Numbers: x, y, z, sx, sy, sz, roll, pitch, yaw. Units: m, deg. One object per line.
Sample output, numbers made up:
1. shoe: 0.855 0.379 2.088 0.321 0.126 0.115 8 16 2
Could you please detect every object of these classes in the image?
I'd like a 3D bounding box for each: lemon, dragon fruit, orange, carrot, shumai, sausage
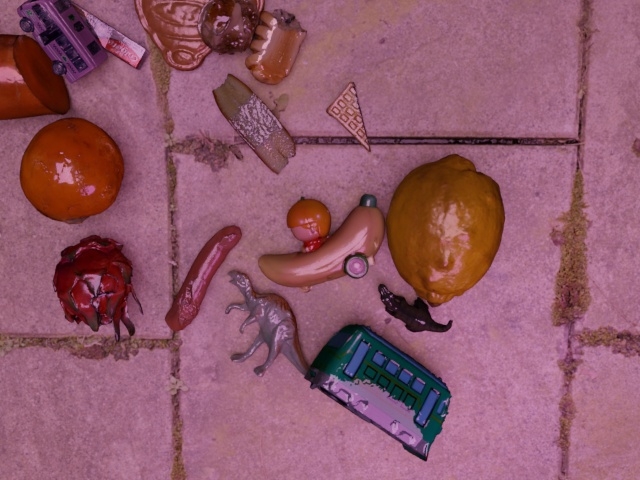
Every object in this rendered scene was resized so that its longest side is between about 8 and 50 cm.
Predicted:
1. lemon: 0.281 -0.028 1.676 0.285 0.285 0.316 39 101 -5
2. dragon fruit: -0.528 0.111 1.718 0.192 0.193 0.274 -20 70 7
3. orange: -0.568 -0.158 1.671 0.239 0.240 0.240 0 97 0
4. carrot: -0.764 -0.374 1.656 0.330 0.193 0.214 -5 129 3
5. shumai: -0.212 -0.484 1.632 0.145 0.116 0.146 -1 106 -4
6. sausage: -0.290 0.089 1.783 0.078 0.078 0.304 29 95 -4

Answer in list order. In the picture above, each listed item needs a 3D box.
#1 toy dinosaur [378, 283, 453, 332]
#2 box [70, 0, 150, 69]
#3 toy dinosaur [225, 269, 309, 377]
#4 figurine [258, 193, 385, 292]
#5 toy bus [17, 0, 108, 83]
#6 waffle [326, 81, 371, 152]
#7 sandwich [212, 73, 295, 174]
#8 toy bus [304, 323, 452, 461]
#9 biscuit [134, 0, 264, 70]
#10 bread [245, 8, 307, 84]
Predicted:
1. toy dinosaur: 0.213 0.181 1.744 0.187 0.179 0.087 22 96 -1
2. box: -0.512 -0.486 1.723 0.218 0.039 0.055 33 95 -4
3. toy dinosaur: -0.112 0.254 1.803 0.392 0.092 0.206 35 91 -2
4. figurine: 0.000 0.000 1.750 0.324 0.124 0.222 -18 97 6
5. toy bus: -0.587 -0.469 1.664 0.108 0.096 0.199 -20 118 27
6. waffle: 0.096 -0.297 1.759 0.152 0.023 0.097 44 96 -4
7. sandwich: -0.157 -0.278 1.729 0.094 0.096 0.258 -42 98 -1
8. toy bus: 0.149 0.354 1.758 0.343 0.183 0.199 36 77 -9
9. biscuit: -0.287 -0.582 1.705 0.311 0.057 0.352 -7 97 2
10. bread: -0.109 -0.453 1.697 0.119 0.084 0.177 17 101 -44
